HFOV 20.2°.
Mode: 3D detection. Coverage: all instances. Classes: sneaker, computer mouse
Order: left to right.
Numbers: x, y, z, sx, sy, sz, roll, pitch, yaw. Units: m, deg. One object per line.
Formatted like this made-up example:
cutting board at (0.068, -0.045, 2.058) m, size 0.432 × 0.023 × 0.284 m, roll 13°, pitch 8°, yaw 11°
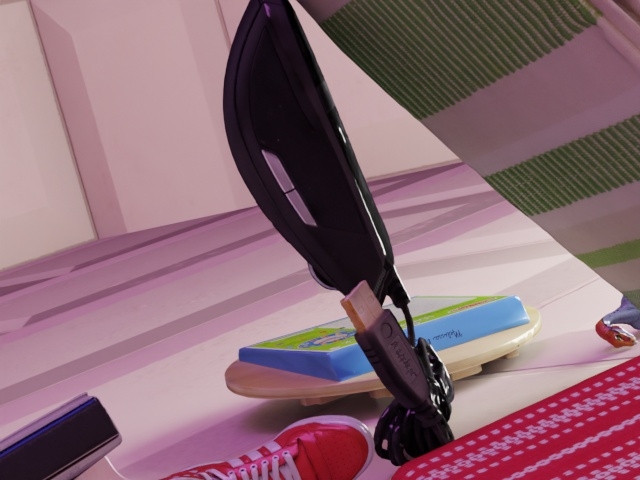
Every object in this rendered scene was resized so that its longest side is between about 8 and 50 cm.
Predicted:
sneaker at (-0.034, 0.119, 0.863) m, size 0.118 × 0.042 × 0.067 m, roll -22°, pitch -1°, yaw 18°
computer mouse at (0.000, 0.000, 0.931) m, size 0.060 × 0.262 × 0.184 m, roll -22°, pitch 11°, yaw 7°

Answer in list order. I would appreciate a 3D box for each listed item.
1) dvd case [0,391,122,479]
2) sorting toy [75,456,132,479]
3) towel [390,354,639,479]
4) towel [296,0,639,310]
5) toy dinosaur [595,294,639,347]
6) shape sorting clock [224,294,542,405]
dvd case at (-0.203, 0.149, 0.685) m, size 0.239 × 0.029 × 0.179 m, roll -29°, pitch -8°, yaw -48°
sorting toy at (-0.127, 0.140, 0.943) m, size 0.075 × 0.045 × 0.083 m, roll -3°, pitch 11°, yaw 33°
towel at (0.163, 0.077, 0.572) m, size 0.199 × 0.031 × 0.275 m, roll -21°, pitch 14°, yaw -21°
towel at (0.126, -0.068, 0.894) m, size 0.038 × 0.325 × 0.248 m, roll -53°, pitch 10°, yaw -18°
toy dinosaur at (0.198, 0.047, 1.089) m, size 0.082 × 0.047 × 0.090 m, roll -26°, pitch -25°, yaw -17°
shape sorting clock at (0.040, 0.071, 1.157) m, size 0.206 × 0.040 × 0.206 m, roll -13°, pitch 4°, yaw 1°
